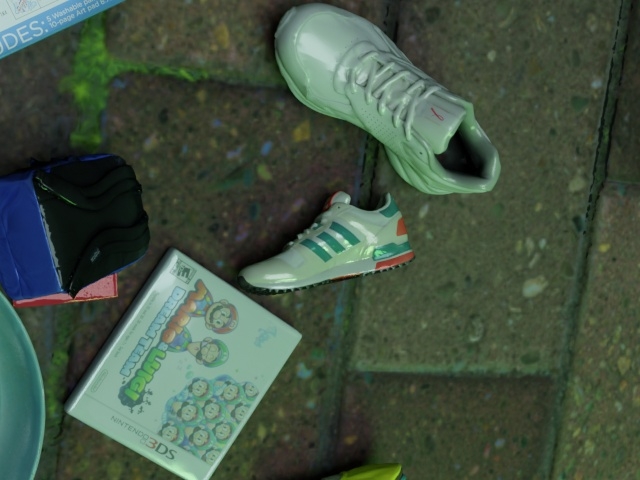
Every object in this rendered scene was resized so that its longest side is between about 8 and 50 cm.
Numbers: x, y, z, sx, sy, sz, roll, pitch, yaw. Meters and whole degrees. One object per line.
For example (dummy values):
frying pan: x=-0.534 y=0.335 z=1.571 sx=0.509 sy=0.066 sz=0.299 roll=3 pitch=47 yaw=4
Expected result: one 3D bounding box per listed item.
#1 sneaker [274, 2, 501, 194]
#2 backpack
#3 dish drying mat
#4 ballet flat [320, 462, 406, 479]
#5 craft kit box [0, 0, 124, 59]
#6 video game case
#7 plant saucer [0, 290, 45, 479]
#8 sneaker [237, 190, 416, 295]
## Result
sneaker: x=0.067 y=-0.116 z=0.966 sx=0.232 sy=0.115 sz=0.090 roll=34 pitch=85 yaw=-27
backpack: x=-0.191 y=-0.017 z=0.873 sx=0.120 sy=0.101 sz=0.098 roll=-27 pitch=111 yaw=-56
dish drying mat: x=-0.201 y=0.033 z=0.929 sx=0.083 sy=0.008 sz=0.032 roll=-5 pitch=102 yaw=-24
ballet flat: x=-0.027 y=0.260 z=1.025 sx=0.077 sy=0.077 sz=0.231 roll=45 pitch=81 yaw=1
craft kit box: x=-0.216 y=-0.274 z=0.837 sx=0.250 sy=0.061 sz=0.246 roll=-29 pitch=113 yaw=-18
video game case: x=-0.111 y=0.107 z=0.980 sx=0.143 sy=0.019 sz=0.157 roll=36 pitch=83 yaw=-27
plant saucer: x=-0.362 y=0.134 z=0.853 sx=0.318 sy=0.044 sz=0.317 roll=-5 pitch=101 yaw=-24
sneaker: x=0.000 y=0.000 z=0.999 sx=0.161 sy=0.057 sz=0.075 roll=-11 pitch=88 yaw=-22
